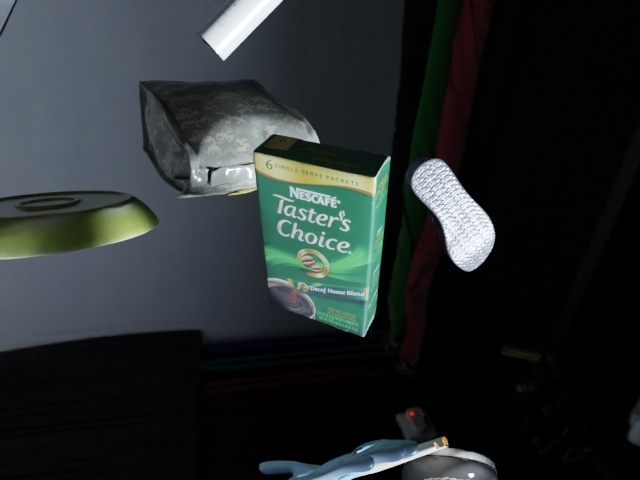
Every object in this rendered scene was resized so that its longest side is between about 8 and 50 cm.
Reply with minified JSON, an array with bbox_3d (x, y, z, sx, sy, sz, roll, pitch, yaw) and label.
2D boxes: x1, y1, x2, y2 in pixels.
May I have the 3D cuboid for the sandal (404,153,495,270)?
[{"bbox_3d":[0.235,-0.052,0.837,0.254,0.097,0.054,54,3,-27],"label":"sandal"}]

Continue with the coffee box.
[{"bbox_3d":[0.000,0.000,0.433,0.040,0.113,0.184,-53,153,-46],"label":"coffee box"}]

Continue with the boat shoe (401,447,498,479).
[{"bbox_3d":[0.157,0.343,0.581,0.335,0.112,0.095,78,15,-51],"label":"boat shoe"}]

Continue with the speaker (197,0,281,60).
[{"bbox_3d":[-0.118,-0.334,0.692,0.055,0.136,0.055,45,3,-3],"label":"speaker"}]

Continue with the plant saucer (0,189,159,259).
[{"bbox_3d":[-0.318,-0.029,0.552,0.241,0.241,0.037,-134,-140,-71],"label":"plant saucer"}]

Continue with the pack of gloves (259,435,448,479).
[{"bbox_3d":[-0.013,0.205,0.422,0.195,0.232,0.046,44,23,-59],"label":"pack of gloves"}]

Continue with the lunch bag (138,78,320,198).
[{"bbox_3d":[-0.163,-0.170,0.826,0.287,0.235,0.169,46,-43,42],"label":"lunch bag"}]

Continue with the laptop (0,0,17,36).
[{"bbox_3d":[-0.684,-0.437,0.671,0.236,0.382,0.407,-12,-119,57],"label":"laptop"}]
